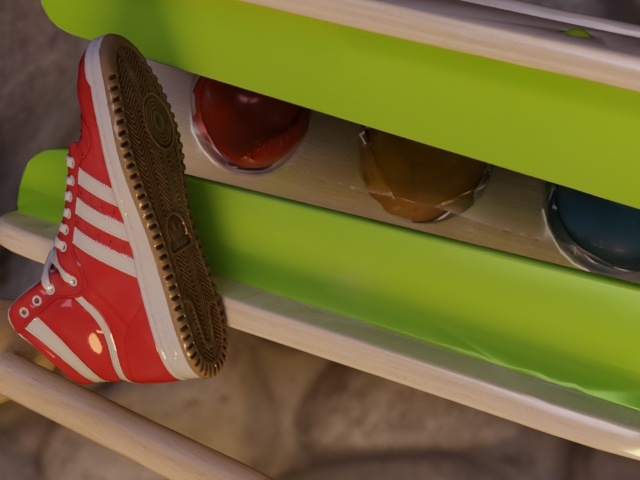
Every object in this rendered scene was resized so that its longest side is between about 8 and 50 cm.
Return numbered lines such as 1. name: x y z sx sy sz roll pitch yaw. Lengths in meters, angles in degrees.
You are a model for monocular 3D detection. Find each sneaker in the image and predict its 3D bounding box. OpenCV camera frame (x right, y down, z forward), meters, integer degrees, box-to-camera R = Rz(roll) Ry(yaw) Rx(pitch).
1. sneaker: -0.077 -0.006 0.494 0.067 0.042 0.118 -11 96 25

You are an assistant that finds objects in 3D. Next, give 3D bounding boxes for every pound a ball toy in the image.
1. pound a ball toy: 0.000 0.000 0.556 0.319 0.136 0.208 16 106 25
